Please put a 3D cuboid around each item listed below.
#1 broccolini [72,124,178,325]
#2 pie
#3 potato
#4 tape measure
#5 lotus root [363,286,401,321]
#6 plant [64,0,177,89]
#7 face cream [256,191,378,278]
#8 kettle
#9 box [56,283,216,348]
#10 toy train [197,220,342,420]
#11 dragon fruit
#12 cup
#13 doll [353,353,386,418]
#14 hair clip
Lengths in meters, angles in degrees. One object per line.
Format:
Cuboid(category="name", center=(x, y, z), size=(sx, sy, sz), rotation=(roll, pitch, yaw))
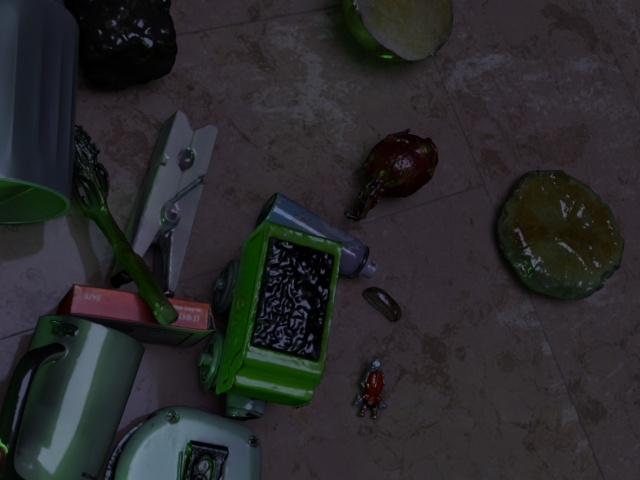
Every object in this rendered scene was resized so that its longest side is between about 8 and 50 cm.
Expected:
Cuboid(category="broccolini", center=(-0.321, -0.038, 1.440), size=(0.079, 0.074, 0.392), rotation=(-37, 64, -2))
Cuboid(category="pie", center=(0.492, -0.014, 1.919), size=(0.306, 0.071, 0.306), rotation=(9, 68, -23))
Cuboid(category="potato", center=(0.137, -0.455, 1.851), size=(0.299, 0.116, 0.239), rotation=(-27, 94, -41))
Cuboid(category="tape measure", center=(-0.212, 0.378, 1.419), size=(0.243, 0.125, 0.246), rotation=(12, 71, -24))
Cuboid(category="lotus root", center=(0.119, 0.113, 1.714), size=(0.083, 0.037, 0.030), rotation=(42, 57, -9))
Cuboid(category="plant", center=(-0.340, -0.378, 1.555), size=(0.204, 0.178, 0.234), rotation=(-17, 72, -18))
Cuboid(category="face cream", center=(0.000, 0.000, 1.667), size=(0.229, 0.075, 0.075), rotation=(30, 64, -17))
Cuboid(category="kettle", center=(-0.381, 0.240, 1.332), size=(0.165, 0.240, 0.255), rotation=(10, 68, 17))
Cuboid(category="box", center=(-0.290, 0.122, 1.459), size=(0.229, 0.123, 0.050), rotation=(11, 68, -24))
Cuboid(category="toy train", center=(-0.079, 0.133, 1.489), size=(0.173, 0.249, 0.307), rotation=(17, 69, -19))
Cuboid(category="dragon fruit", center=(0.128, -0.115, 1.742), size=(0.125, 0.125, 0.246), rotation=(48, 67, -10))
Cuboid(category="cup", center=(-0.528, -0.206, 1.397), size=(0.323, 0.237, 0.327), rotation=(-4, 76, 4))
Cuboid(category="doll", center=(0.093, 0.260, 1.657), size=(0.057, 0.039, 0.114), rotation=(7, 84, 9))
Cuboid(category="hair clip", center=(-0.253, -0.060, 1.552), size=(0.101, 0.085, 0.331), rotation=(23, 64, -21))
